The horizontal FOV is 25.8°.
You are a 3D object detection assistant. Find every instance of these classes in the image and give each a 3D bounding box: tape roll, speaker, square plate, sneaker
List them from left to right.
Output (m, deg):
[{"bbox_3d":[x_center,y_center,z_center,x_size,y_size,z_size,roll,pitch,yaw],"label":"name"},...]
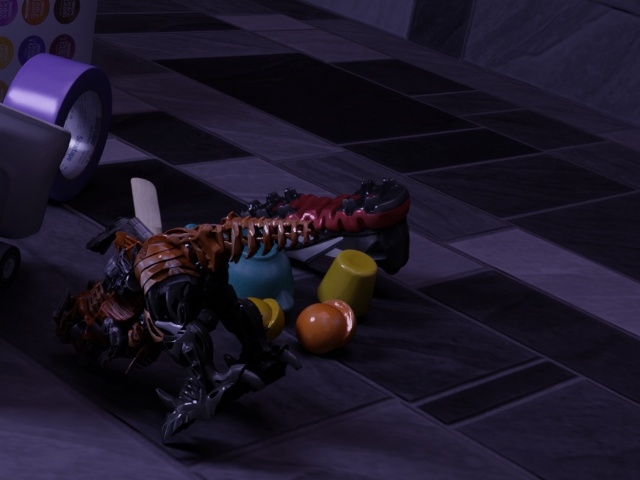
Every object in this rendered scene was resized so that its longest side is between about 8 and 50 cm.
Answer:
[{"bbox_3d":[-0.449,-0.100,1.468,0.344,0.049,0.347,20,-21,-11],"label":"square plate"},{"bbox_3d":[-0.418,0.014,1.605,0.136,0.055,0.055,16,20,14],"label":"speaker"},{"bbox_3d":[-0.359,-0.153,1.892,0.080,0.189,0.189,17,21,13],"label":"tape roll"},{"bbox_3d":[0.000,0.000,1.819,0.276,0.135,0.097,-4,23,31],"label":"sneaker"}]

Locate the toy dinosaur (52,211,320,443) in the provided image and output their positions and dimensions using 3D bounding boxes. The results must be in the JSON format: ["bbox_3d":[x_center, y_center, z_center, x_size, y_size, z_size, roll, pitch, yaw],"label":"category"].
[{"bbox_3d":[-0.136,0.065,1.363,0.164,0.218,0.322,-25,-4,-36],"label":"toy dinosaur"}]

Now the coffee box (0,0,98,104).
[{"bbox_3d":[-0.570,-0.363,2.124,0.338,0.338,0.334,25,24,37],"label":"coffee box"}]

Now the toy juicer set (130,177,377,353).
[{"bbox_3d":[-0.100,0.053,1.647,0.329,0.089,0.209,20,33,-2],"label":"toy juicer set"}]
